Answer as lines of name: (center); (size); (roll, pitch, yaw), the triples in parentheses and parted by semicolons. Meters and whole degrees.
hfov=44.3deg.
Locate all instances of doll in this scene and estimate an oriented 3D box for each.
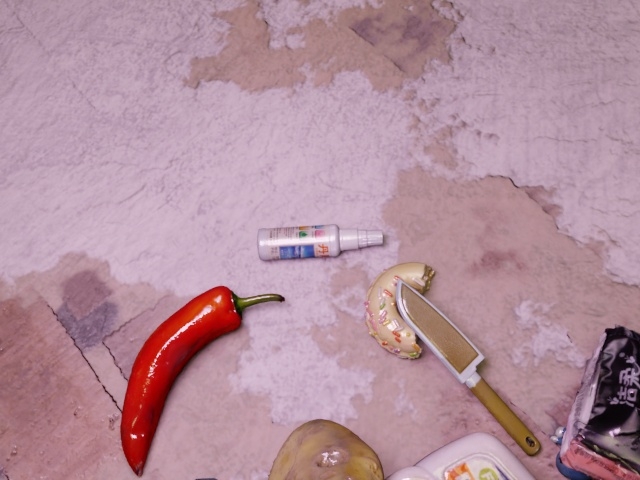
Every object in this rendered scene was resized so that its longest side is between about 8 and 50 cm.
doll: (0.391, 0.326, 1.207); (0.076, 0.050, 0.083); (6, 70, 12)

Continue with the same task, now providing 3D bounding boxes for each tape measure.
tape measure: (0.211, 0.432, 1.136); (0.265, 0.130, 0.258); (-25, 70, -12)

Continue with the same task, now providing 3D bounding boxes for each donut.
donut: (0.127, 0.106, 1.308); (0.108, 0.065, 0.166); (12, 71, 4)

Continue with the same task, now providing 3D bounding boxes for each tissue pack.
tissue pack: (0.530, 0.285, 1.134); (0.332, 0.123, 0.245); (24, 43, 14)

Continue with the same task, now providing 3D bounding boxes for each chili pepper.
chili pepper: (-0.225, 0.197, 1.302); (0.137, 0.092, 0.368); (39, 82, -1)

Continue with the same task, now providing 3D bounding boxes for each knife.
knife: (0.231, 0.197, 1.251); (0.061, 0.027, 0.343); (-40, 84, -22)

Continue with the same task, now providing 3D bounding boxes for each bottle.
bottle: (0.000, 0.000, 1.367); (0.217, 0.060, 0.060); (-5, 67, 4)

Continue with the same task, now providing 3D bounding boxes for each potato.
potato: (0.009, 0.364, 1.106); (0.141, 0.296, 0.192); (31, 87, -10)

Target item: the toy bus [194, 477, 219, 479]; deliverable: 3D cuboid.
toy bus: (-0.109, 0.474, 1.153); (0.265, 0.121, 0.120); (40, 84, 18)
